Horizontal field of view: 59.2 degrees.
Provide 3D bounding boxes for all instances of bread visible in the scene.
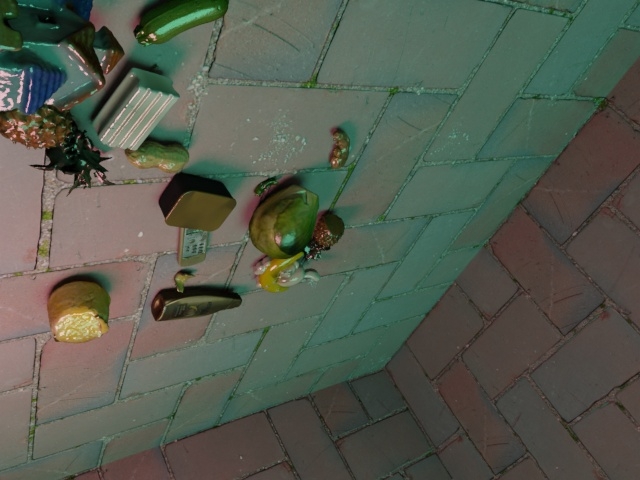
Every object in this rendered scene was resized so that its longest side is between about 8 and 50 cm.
[{"bbox_3d":[-0.744,0.223,1.744,0.197,0.170,0.197,-15,137,-14],"label":"bread"}]

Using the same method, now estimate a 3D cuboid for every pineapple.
[{"bbox_3d":[0.000,0.000,2.208,0.125,0.125,0.251,-11,154,-33],"label":"pineapple"},{"bbox_3d":[-0.583,-0.218,1.260,0.166,0.165,0.364,-31,151,-4],"label":"pineapple"}]

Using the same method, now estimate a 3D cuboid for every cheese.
[{"bbox_3d":[-0.492,0.146,1.998,0.084,0.041,0.060,-59,152,12],"label":"cheese"}]

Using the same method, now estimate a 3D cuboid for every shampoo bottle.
[{"bbox_3d":[-0.457,0.237,2.124,0.350,0.084,0.125,1,134,-46],"label":"shampoo bottle"}]

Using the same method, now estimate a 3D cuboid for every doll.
[{"bbox_3d":[-0.141,0.126,2.238,0.252,0.111,0.237,-22,139,-4],"label":"doll"}]

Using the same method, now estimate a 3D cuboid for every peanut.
[{"bbox_3d":[-0.427,-0.220,1.481,0.187,0.082,0.082,4,134,-48],"label":"peanut"}]

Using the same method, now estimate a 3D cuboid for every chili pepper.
[{"bbox_3d":[-0.181,-0.176,1.842,0.091,0.034,0.030,-34,-177,-1],"label":"chili pepper"}]

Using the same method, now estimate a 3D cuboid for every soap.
[{"bbox_3d":[-0.438,-0.304,1.325,0.198,0.066,0.119,-40,158,28],"label":"soap"}]

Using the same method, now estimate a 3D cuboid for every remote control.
[{"bbox_3d":[-0.419,0.000,1.858,0.098,0.038,0.233,-16,145,-29],"label":"remote control"}]

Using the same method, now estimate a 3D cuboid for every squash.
[{"bbox_3d":[-0.302,-0.487,1.222,0.219,0.068,0.077,-28,155,-7],"label":"squash"}]

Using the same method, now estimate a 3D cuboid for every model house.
[{"bbox_3d":[-0.482,-0.373,0.990,0.329,0.294,0.251,-1,141,-39],"label":"model house"}]

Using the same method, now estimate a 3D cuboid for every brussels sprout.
[{"bbox_3d":[-0.118,-0.065,1.898,0.271,0.210,0.219,-58,150,11],"label":"brussels sprout"}]

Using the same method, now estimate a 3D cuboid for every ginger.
[{"bbox_3d":[0.066,-0.306,1.868,0.069,0.051,0.173,-29,146,-19],"label":"ginger"}]

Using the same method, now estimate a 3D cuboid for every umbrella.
[{"bbox_3d":[-0.446,-0.358,1.321,0.165,0.025,0.027,-35,177,6],"label":"umbrella"}]

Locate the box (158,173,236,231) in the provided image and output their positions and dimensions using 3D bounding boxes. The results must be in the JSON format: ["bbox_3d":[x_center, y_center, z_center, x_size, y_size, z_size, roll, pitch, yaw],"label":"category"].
[{"bbox_3d":[-0.370,-0.114,1.684,0.201,0.090,0.144,8,131,-49],"label":"box"}]
